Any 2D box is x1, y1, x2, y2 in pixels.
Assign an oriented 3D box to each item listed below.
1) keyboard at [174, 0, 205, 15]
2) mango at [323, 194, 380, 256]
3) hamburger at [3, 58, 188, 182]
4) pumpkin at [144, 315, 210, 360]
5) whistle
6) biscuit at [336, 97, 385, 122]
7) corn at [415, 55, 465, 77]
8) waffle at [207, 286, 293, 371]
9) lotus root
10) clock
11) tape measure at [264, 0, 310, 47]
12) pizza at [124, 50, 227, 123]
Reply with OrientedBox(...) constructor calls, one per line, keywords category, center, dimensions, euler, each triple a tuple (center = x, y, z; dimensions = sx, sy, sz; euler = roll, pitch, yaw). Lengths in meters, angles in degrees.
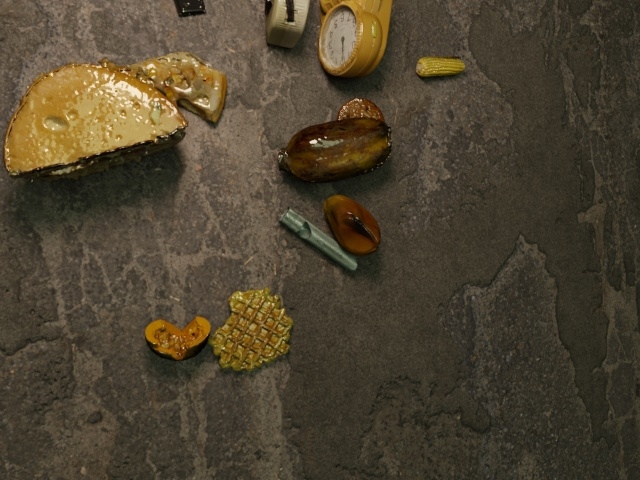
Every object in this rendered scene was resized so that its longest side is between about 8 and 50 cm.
OrientedBox(category="keyboard", center=(-0.433, -0.817, 1.342), dimensions=(0.094, 0.025, 0.230), euler=(-17, 95, -19))
OrientedBox(category="mango", center=(0.105, -0.055, 1.452), dimensions=(0.136, 0.166, 0.236), euler=(-38, 98, 27))
OrientedBox(category="hamburger", center=(-0.598, -0.330, 1.154), dimensions=(0.445, 0.268, 0.287), euler=(-19, 97, -13))
OrientedBox(category="pumpkin", center=(-0.423, 0.299, 1.291), dimensions=(0.183, 0.119, 0.107), euler=(2, 125, -14))
OrientedBox(category="whistle", center=(0.000, 0.000, 1.461), dimensions=(0.312, 0.062, 0.062), euler=(36, 79, -15))
OrientedBox(category="biscuit", center=(0.145, -0.411, 1.530), dimensions=(0.188, 0.027, 0.187), euler=(0, 90, -18))
OrientedBox(category="corn", center=(0.447, -0.648, 1.613), dimensions=(0.203, 0.072, 0.072), euler=(-10, 93, -20))
OrientedBox(category="waffle", center=(-0.223, 0.284, 1.389), dimensions=(0.291, 0.051, 0.291), euler=(0, 91, -18))
OrientedBox(category="lotus root", center=(0.051, -0.293, 1.412), dimensions=(0.397, 0.179, 0.196), euler=(-13, 95, -11))
OrientedBox(category="clock", center=(0.110, -0.694, 1.415), dimensions=(0.200, 0.244, 0.317), euler=(-2, 94, -34))
OrientedBox(category="tape measure", center=(-0.108, -0.771, 1.342), dimensions=(0.133, 0.231, 0.271), euler=(7, 88, -16))
OrientedBox(category="pizza", center=(-0.429, -0.488, 1.316), dimensions=(0.297, 0.071, 0.189), euler=(23, 83, -16))
